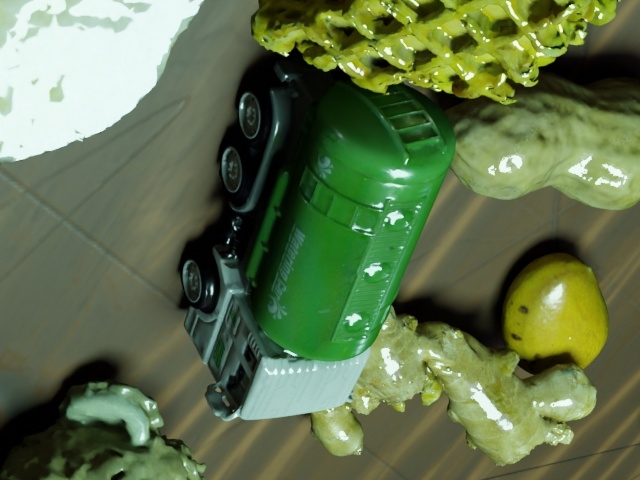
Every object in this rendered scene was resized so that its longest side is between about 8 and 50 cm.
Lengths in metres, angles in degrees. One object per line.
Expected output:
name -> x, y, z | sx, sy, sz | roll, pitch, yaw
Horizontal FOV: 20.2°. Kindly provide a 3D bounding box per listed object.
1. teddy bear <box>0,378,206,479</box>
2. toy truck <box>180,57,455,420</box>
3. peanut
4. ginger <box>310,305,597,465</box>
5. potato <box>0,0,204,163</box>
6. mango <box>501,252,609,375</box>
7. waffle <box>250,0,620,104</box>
teddy bear -> -0.183, 0.211, 1.142 | 0.256, 0.156, 0.267 | -24, 113, -1
toy truck -> 0.000, 0.000, 1.046 | 0.101, 0.125, 0.242 | -6, 138, -29
peanut -> 0.151, -0.060, 1.107 | 0.192, 0.089, 0.089 | -1, 134, -33
ginger -> 0.078, 0.101, 1.233 | 0.193, 0.052, 0.176 | -25, 127, 10
potato -> -0.187, -0.166, 0.745 | 0.299, 0.116, 0.239 | 15, 119, -30
mango -> 0.166, 0.053, 1.272 | 0.079, 0.057, 0.114 | -15, 138, -9
waffle -> 0.045, -0.143, 0.896 | 0.197, 0.070, 0.193 | 1, 144, 18
